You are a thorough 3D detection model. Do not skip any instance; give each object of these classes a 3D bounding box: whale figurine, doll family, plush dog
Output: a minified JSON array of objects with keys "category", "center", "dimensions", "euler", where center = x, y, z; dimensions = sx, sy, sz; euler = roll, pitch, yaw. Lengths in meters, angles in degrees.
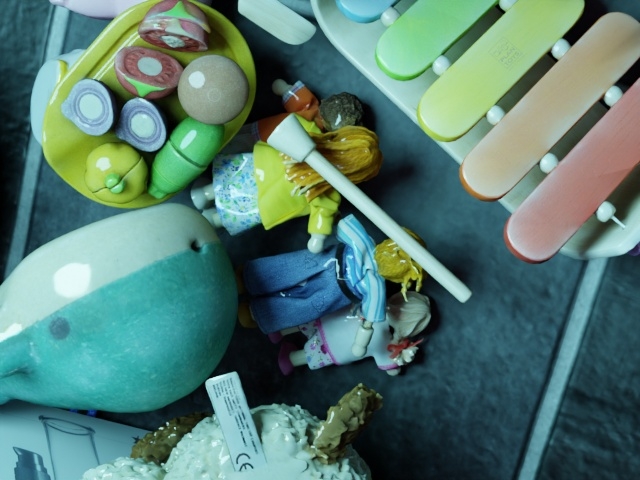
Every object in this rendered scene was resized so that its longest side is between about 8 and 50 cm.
[{"category":"whale figurine","center":[-0.180,0.081,0.865],"dimensions":[0.272,0.216,0.141],"euler":[-31,85,27]},{"category":"doll family","center":[0.000,0.000,0.888],"dimensions":[0.163,0.118,0.263],"euler":[-17,96,23]},{"category":"plush dog","center":[-0.036,0.194,0.887],"dimensions":[0.262,0.225,0.210],"euler":[32,84,-3]}]

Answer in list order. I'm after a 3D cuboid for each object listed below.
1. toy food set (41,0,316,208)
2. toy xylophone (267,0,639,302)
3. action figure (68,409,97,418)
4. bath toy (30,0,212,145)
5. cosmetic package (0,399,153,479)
[{"category":"toy food set","center":[-0.113,-0.107,0.836],"dimensions":[0.128,0.071,0.218],"euler":[39,102,-19]},{"category":"toy xylophone","center":[0.113,-0.099,0.809],"dimensions":[0.323,0.081,0.236],"euler":[36,73,4]},{"category":"action figure","center":[-0.212,0.136,1.033],"dimensions":[0.038,0.030,0.115],"euler":[15,99,10]},{"category":"bath toy","center":[-0.136,-0.221,0.898],"dimensions":[0.151,0.129,0.348],"euler":[33,113,57]},{"category":"cosmetic package","center":[-0.284,0.221,0.845],"dimensions":[0.377,0.284,0.097],"euler":[20,108,-29]}]
